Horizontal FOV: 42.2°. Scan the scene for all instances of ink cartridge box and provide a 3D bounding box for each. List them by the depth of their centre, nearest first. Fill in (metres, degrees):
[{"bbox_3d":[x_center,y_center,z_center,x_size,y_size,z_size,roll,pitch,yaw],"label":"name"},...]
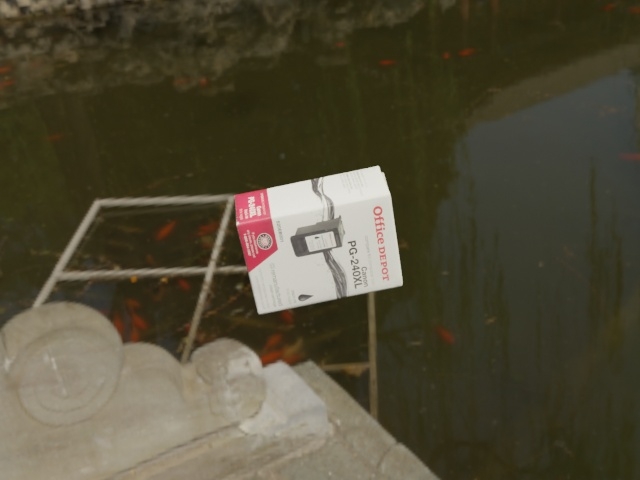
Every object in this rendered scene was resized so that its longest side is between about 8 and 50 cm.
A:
[{"bbox_3d":[0.000,0.000,0.819,0.150,0.109,0.063,-12,30,-1],"label":"ink cartridge box"}]
